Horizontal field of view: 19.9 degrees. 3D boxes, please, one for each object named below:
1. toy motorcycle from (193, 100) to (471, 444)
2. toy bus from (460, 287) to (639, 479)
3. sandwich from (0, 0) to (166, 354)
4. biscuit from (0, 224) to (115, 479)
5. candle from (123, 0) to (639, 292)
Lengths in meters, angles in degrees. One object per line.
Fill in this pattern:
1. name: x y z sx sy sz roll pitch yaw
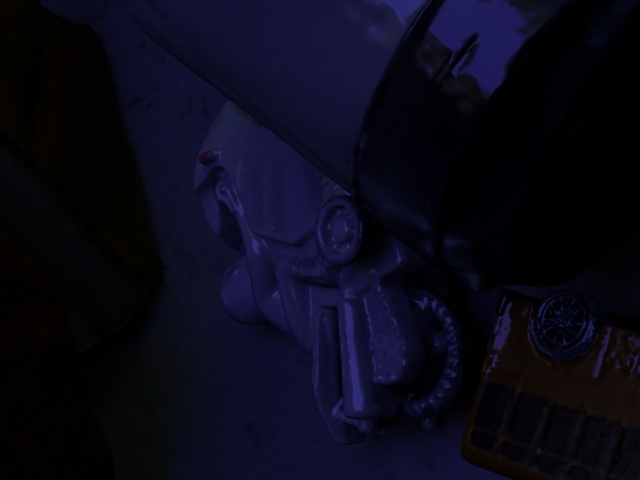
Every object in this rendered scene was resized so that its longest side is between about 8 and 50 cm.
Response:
1. toy motorcycle: 0.000 0.000 1.066 0.171 0.110 0.260 -39 62 40
2. toy bus: 0.178 0.097 0.897 0.201 0.098 0.114 16 88 40
3. sandwich: -0.214 -0.056 1.237 0.155 0.227 0.198 -33 23 26
4. biscuit: -0.321 0.103 1.126 0.395 0.166 0.343 0 119 36
5. candle: 0.031 -0.143 0.932 0.342 0.221 0.221 38 100 22
